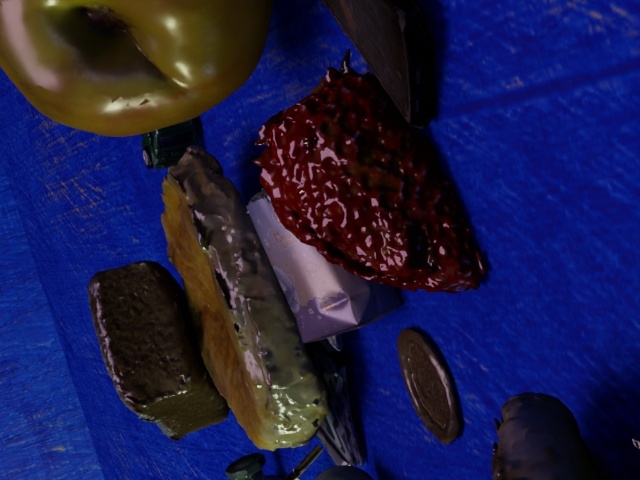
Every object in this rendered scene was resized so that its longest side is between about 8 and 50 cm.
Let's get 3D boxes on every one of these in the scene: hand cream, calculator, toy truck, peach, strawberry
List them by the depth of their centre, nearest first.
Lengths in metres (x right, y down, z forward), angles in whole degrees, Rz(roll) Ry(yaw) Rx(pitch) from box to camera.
[{"bbox_3d":[0.030,-0.022,1.388,0.228,0.098,0.174,57,148,21],"label":"strawberry"},{"bbox_3d":[-0.179,-0.252,1.540,0.308,0.289,0.289,-86,-9,-58],"label":"peach"},{"bbox_3d":[-0.024,0.121,1.841,0.274,0.028,0.166,-129,24,-51],"label":"calculator"},{"bbox_3d":[-0.194,-0.153,2.007,0.079,0.065,0.147,95,152,-45],"label":"toy truck"},{"bbox_3d":[-0.034,0.426,2.134,0.336,0.076,0.121,68,165,-12],"label":"hand cream"}]

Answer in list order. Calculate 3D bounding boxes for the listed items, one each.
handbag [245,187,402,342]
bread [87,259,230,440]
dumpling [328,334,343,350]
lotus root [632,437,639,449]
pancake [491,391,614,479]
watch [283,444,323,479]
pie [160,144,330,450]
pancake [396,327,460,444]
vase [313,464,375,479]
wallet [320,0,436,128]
[{"bbox_3d":[0.000,0.000,1.555,0.117,0.095,0.173,-22,93,58],"label":"handbag"},{"bbox_3d":[-0.191,0.139,2.045,0.416,0.113,0.165,79,170,-78],"label":"bread"},{"bbox_3d":[0.007,0.066,1.679,0.076,0.057,0.052,39,114,14],"label":"dumpling"},{"bbox_3d":[0.256,0.229,0.928,0.154,0.154,0.278,132,122,-70],"label":"lotus root"},{"bbox_3d":[0.192,0.276,1.123,0.387,0.082,0.387,-16,-90,-84],"label":"pancake"},{"bbox_3d":[-0.007,0.348,1.916,0.165,0.102,0.268,51,151,13],"label":"watch"},{"bbox_3d":[-0.089,0.063,1.778,0.339,0.083,0.339,158,90,-78],"label":"pie"},{"bbox_3d":[0.096,0.130,1.516,0.115,0.011,0.115,162,90,-74],"label":"pancake"},{"bbox_3d":[0.064,0.290,1.648,0.219,0.096,0.096,16,123,65],"label":"vase"},{"bbox_3d":[0.032,-0.200,1.347,0.122,0.031,0.232,86,160,-49],"label":"wallet"}]
